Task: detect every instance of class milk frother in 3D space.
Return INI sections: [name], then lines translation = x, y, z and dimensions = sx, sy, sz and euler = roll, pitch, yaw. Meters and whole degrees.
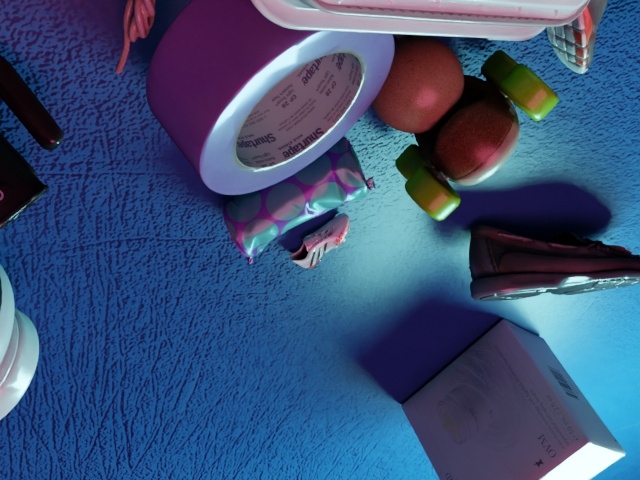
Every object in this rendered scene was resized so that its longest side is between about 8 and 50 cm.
[milk frother]
translation = -0.287, -0.065, 0.588
dimensions = 0.143, 0.129, 0.135
euler = -25, 110, 41

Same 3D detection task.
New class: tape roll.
[tape roll]
translation = -0.038, -0.128, 0.608
dimensions = 0.189, 0.080, 0.189
euler = -34, 163, -12

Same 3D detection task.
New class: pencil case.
[pencil case]
translation = -0.024, -0.042, 0.769
dimensions = 0.151, 0.064, 0.070
euler = -28, 123, 0

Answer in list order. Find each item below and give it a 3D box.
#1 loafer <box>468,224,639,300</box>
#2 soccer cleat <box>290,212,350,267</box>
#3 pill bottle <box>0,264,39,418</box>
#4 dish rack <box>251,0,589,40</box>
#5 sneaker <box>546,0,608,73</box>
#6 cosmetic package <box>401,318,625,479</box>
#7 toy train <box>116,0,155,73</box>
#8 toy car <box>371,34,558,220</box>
[loafer]
translation = 0.321, 0.022, 1.001
dimensions = 0.302, 0.095, 0.109
euler = -2, 167, -31
[soccer cleat]
translation = 0.000, 0.000, 0.852
dimensions = 0.035, 0.029, 0.083
euler = 17, 127, -44
[pill bottle]
translation = -0.365, 0.042, 0.571
dimensions = 0.181, 0.182, 0.323
euler = -30, 144, 3
[dish rack]
translation = 0.108, -0.274, 0.496
dimensions = 0.332, 0.072, 0.286
euler = -9, 117, -36
[sneaker]
translation = 0.260, -0.232, 0.734
dimensions = 0.064, 0.061, 0.158
euler = -31, 140, -7
[cosmetic package]
translation = 0.279, 0.283, 1.140
dimensions = 0.138, 0.224, 0.225
euler = 25, 117, -43
[toy train]
translation = -0.067, -0.235, 0.535
dimensions = 0.143, 0.105, 0.248
euler = -15, 141, -36
[toy car]
translation = 0.093, -0.144, 0.713
dimensions = 0.188, 0.149, 0.155
euler = 38, 107, -16
